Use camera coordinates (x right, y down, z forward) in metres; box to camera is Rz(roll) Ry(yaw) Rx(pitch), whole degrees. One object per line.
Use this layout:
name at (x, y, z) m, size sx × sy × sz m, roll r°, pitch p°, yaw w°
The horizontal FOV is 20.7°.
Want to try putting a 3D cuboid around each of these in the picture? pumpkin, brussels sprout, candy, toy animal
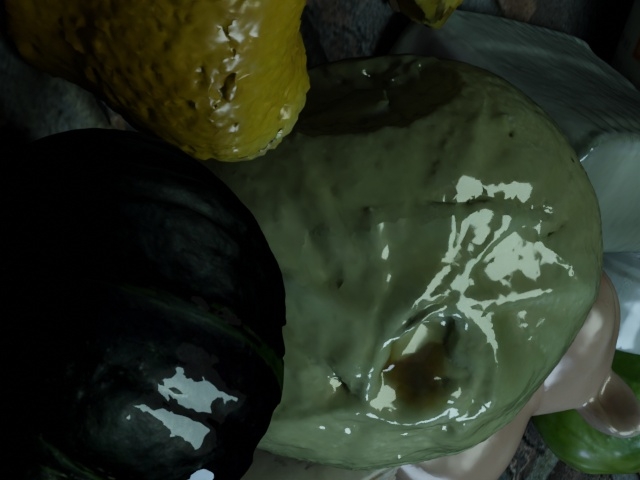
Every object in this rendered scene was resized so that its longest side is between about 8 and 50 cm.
pumpkin at (-0.180, 0.056, 1.093) m, size 0.296 × 0.296 × 0.296 m, roll -37°, pitch 141°, yaw -37°
brussels sprout at (0.353, 0.168, 2.060) m, size 0.244 × 0.244 × 0.244 m, roll -37°, pitch 141°, yaw -37°
candy at (0.211, -0.094, 1.620) m, size 0.358 × 0.208 × 0.145 m, roll -2°, pitch 130°, yaw -58°
toy animal at (0.162, 0.123, 1.726) m, size 0.269 × 0.237 × 0.326 m, roll 26°, pitch 95°, yaw -48°

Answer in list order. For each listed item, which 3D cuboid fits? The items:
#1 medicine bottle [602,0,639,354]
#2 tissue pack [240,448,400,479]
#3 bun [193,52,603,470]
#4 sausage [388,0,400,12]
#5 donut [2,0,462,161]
medicine bottle at (0.376, -0.080, 1.864) m, size 0.211 × 0.211 × 0.371 m, roll -18°, pitch 134°, yaw -51°
tissue pack at (-0.093, 0.208, 1.426) m, size 0.325 × 0.170 × 0.071 m, roll -24°, pitch 137°, yaw -47°
bun at (0.052, 0.040, 1.339) m, size 0.364 × 0.202 × 0.364 m, roll -5°, pitch 119°, yaw -9°
sausage at (0.063, -0.240, 1.456) m, size 0.026 × 0.026 × 0.116 m, roll -44°, pitch 146°, yaw -29°
donut at (0.010, -0.252, 1.140) m, size 0.435 × 0.163 × 0.377 m, roll -36°, pitch 158°, yaw -35°
